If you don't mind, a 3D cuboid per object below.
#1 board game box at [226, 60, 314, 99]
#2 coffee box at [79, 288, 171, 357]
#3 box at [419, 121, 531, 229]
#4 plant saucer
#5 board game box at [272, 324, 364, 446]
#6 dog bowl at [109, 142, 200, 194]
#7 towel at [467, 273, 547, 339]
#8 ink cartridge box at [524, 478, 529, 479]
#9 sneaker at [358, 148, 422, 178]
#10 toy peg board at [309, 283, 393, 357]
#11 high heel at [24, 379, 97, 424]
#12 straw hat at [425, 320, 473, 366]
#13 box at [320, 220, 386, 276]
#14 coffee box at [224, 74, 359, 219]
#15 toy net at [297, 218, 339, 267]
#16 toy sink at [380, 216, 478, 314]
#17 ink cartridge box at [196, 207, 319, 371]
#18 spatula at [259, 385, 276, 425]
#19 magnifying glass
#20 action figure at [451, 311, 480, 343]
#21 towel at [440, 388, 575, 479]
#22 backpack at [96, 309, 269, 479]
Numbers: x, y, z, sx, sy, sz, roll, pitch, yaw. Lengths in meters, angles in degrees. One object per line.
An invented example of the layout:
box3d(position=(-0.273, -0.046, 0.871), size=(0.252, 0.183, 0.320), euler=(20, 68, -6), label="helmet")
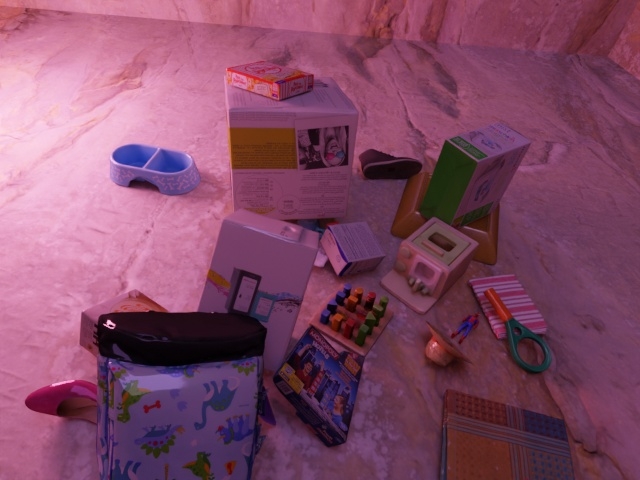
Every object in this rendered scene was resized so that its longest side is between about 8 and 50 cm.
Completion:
box3d(position=(-0.139, -0.446, 1.193), size=(0.194, 0.045, 0.147), euler=(25, 40, 27), label="board game box")
box3d(position=(-0.367, 0.220, 0.916), size=(0.247, 0.098, 0.141), euler=(28, 26, 19), label="coffee box")
box3d(position=(0.437, -0.181, 1.246), size=(0.231, 0.261, 0.126), euler=(-21, 52, -28), label="box")
box3d(position=(0.427, -0.102, 1.407), size=(0.333, 0.081, 0.332), euler=(17, 45, 10), label="plant saucer")
box3d(position=(0.010, 0.287, 0.914), size=(0.194, 0.060, 0.194), euler=(48, 40, -6), label="board game box")
box3d(position=(-0.542, -0.240, 1.406), size=(0.297, 0.074, 0.165), euler=(12, 44, 3), label="dog bowl")
box3d(position=(0.503, 0.176, 1.174), size=(0.144, 0.029, 0.197), euler=(-5, 45, -9), label="towel")
box3d(position=(0.422, 0.542, 0.710), size=(0.232, 0.066, 0.189), euler=(39, 50, 24), label="ink cartridge box")
box3d(position=(0.253, -0.290, 1.569), size=(0.222, 0.083, 0.118), euler=(-3, 45, -10), label="sneaker")
box3d(position=(0.084, 0.176, 1.072), size=(0.161, 0.079, 0.161), euler=(29, 47, 19), label="toy peg board")
box3d(position=(-0.441, 0.340, 0.826), size=(0.244, 0.082, 0.117), euler=(10, 32, -17), label="high heel")
box3d(position=(0.284, 0.262, 1.023), size=(0.061, 0.144, 0.144), euler=(-50, 59, 5), label="straw hat")
box3d(position=(0.089, 0.021, 1.201), size=(0.137, 0.072, 0.126), euler=(-7, 57, -34), label="box")
box3d(position=(-0.106, -0.282, 1.297), size=(0.338, 0.334, 0.337), euler=(-3, 36, -11), label="coffee box")
box3d(position=(0.000, 0.000, 1.267), size=(0.122, 0.045, 0.232), euler=(1, 46, -10), label="toy net")
box3d(position=(0.298, 0.061, 1.183), size=(0.153, 0.131, 0.234), euler=(37, 51, 26), label="toy sink")
box3d(position=(-0.132, 0.093, 0.928), size=(0.197, 0.270, 0.198), euler=(18, 10, -2), label="ink cartridge box")
box3d(position=(-0.182, 0.276, 0.947), size=(0.030, 0.084, 0.296), euler=(-44, 53, -7), label="spatula")
box3d(position=(0.490, 0.223, 1.089), size=(0.092, 0.026, 0.231), euler=(-19, 65, -16), label="magnifying glass")
box3d(position=(0.381, 0.219, 1.110), size=(0.038, 0.030, 0.115), euler=(32, 47, 29), label="action figure")
box3d(position=(0.363, 0.487, 0.828), size=(0.272, 0.040, 0.370), euler=(15, 43, 5), label="towel")
box3d(position=(-0.229, 0.316, 0.705), size=(0.290, 0.355, 0.273), euler=(9, 6, -27), label="backpack")
